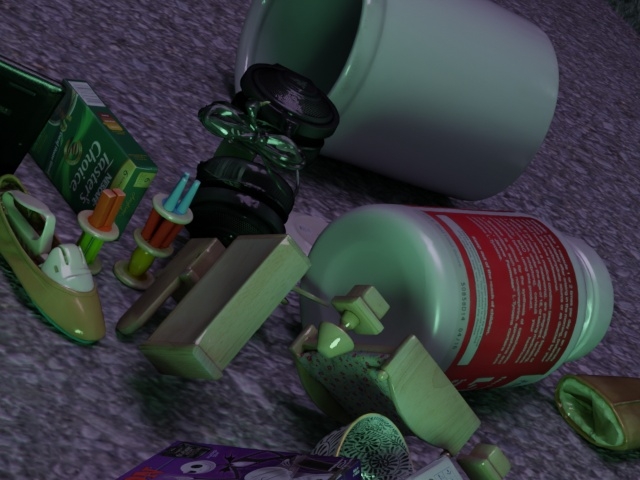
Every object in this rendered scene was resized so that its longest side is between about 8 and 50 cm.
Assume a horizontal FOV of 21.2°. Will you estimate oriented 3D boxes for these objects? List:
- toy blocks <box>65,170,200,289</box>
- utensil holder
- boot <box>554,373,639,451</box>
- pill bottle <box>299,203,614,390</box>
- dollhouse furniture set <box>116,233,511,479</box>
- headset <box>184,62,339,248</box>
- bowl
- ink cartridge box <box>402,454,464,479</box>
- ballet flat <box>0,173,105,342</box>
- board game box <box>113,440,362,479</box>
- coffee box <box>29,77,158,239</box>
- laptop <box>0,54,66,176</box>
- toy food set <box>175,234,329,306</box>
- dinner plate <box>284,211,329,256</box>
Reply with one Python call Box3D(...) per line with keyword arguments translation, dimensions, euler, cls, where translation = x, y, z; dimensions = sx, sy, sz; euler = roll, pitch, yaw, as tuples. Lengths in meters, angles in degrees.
Box3D(translation=(-0.213, -0.024, 1.951), dimensions=(0.123, 0.148, 0.054), euler=(18, 27, -29), cls="toy blocks")
Box3D(translation=(0.117, -0.250, 2.573), dimensions=(0.385, 0.327, 0.327), euler=(19, 27, -33), cls="utensil holder")
Box3D(translation=(0.473, 0.262, 2.305), dimensions=(0.269, 0.089, 0.236), euler=(4, 26, -47), cls="boot")
Box3D(translation=(0.185, 0.073, 2.138), dimensions=(0.407, 0.229, 0.229), euler=(2, 38, -48), cls="pill bottle")
Box3D(translation=(-0.020, 0.180, 1.871), dimensions=(0.355, 0.174, 0.303), euler=(52, -26, -23), cls="dollhouse furniture set")
Box3D(translation=(-0.095, -0.108, 2.047), dimensions=(0.185, 0.243, 0.394), euler=(26, -3, -14), cls="headset")
Box3D(translation=(0.024, 0.261, 1.738), dimensions=(0.080, 0.170, 0.170), euler=(-5, 4, 32), cls="bowl")
Box3D(translation=(0.150, 0.373, 1.663), dimensions=(0.311, 0.065, 0.186), euler=(55, 30, 11), cls="ink cartridge box")
Box3D(translation=(-0.302, 0.014, 1.865), dimensions=(0.232, 0.073, 0.080), euler=(45, 28, 27), cls="ballet flat")
Box3D(translation=(-0.123, 0.258, 1.516), dimensions=(0.208, 0.056, 0.347), euler=(-2, 11, 25), cls="board game box")
Box3D(translation=(-0.277, -0.100, 2.064), dimensions=(0.040, 0.113, 0.184), euler=(4, 38, -48), cls="coffee box")
Box3D(translation=(-0.489, -0.246, 1.960), dimensions=(0.382, 0.408, 0.236), euler=(25, 59, -15), cls="laptop")
Box3D(translation=(-0.095, 0.047, 2.027), dimensions=(0.192, 0.038, 0.132), euler=(21, -5, 45), cls="toy food set")
Box3D(translation=(0.000, 0.000, 2.320), dimensions=(0.141, 0.017, 0.141), euler=(25, 25, -12), cls="dinner plate")
